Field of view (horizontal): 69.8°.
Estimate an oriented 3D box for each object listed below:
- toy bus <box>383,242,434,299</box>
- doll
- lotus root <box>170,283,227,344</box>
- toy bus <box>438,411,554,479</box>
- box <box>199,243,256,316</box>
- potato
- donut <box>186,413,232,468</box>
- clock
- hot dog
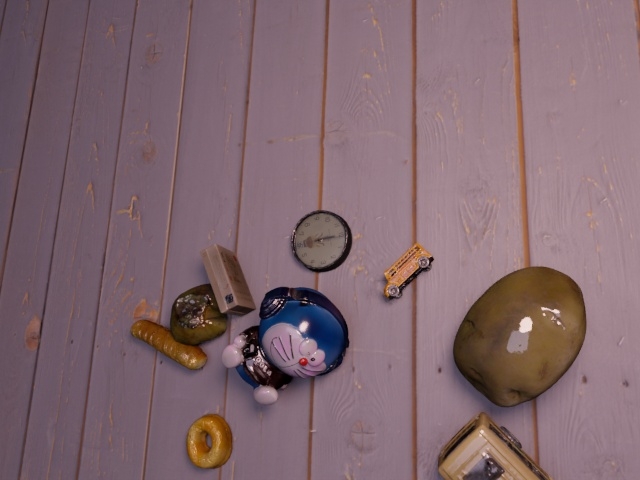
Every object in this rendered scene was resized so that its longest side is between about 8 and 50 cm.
[{"bbox_3d":[0.225,0.085,1.223,0.162,0.069,0.074,-44,67,5],"label":"toy bus"},{"bbox_3d":[-0.077,0.263,1.216,0.310,0.240,0.284,-36,110,24],"label":"doll"},{"bbox_3d":[-0.373,0.214,1.386,0.203,0.078,0.183,-25,65,-4],"label":"lotus root"},{"bbox_3d":[0.432,0.567,0.977,0.365,0.202,0.177,43,94,22],"label":"toy bus"},{"bbox_3d":[-0.273,0.120,1.361,0.058,0.141,0.201,-26,72,8],"label":"box"},{"bbox_3d":[0.446,0.207,1.025,0.221,0.243,0.326,40,101,-2],"label":"potato"},{"bbox_3d":[-0.327,0.586,1.331,0.152,0.058,0.152,-5,75,20],"label":"donut"},{"bbox_3d":[0.000,0.000,1.338,0.184,0.040,0.184,-4,78,20],"label":"clock"},{"bbox_3d":[-0.475,0.317,1.423,0.286,0.088,0.061,17,122,19],"label":"hot dog"}]
